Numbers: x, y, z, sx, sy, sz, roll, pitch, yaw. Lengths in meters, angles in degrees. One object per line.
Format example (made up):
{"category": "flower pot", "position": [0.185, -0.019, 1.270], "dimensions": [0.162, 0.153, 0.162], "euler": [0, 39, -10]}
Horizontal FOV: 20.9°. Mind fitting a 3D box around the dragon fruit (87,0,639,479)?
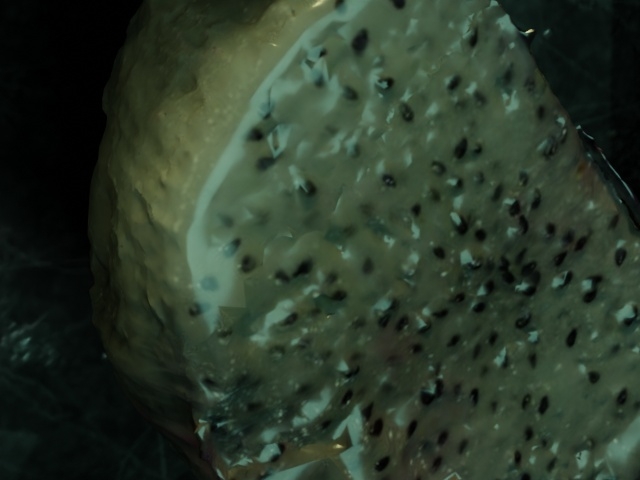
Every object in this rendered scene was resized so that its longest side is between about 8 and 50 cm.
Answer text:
{"category": "dragon fruit", "position": [0.000, 0.000, 0.727], "dimensions": [0.204, 0.221, 0.283], "euler": [-40, 124, -4]}
